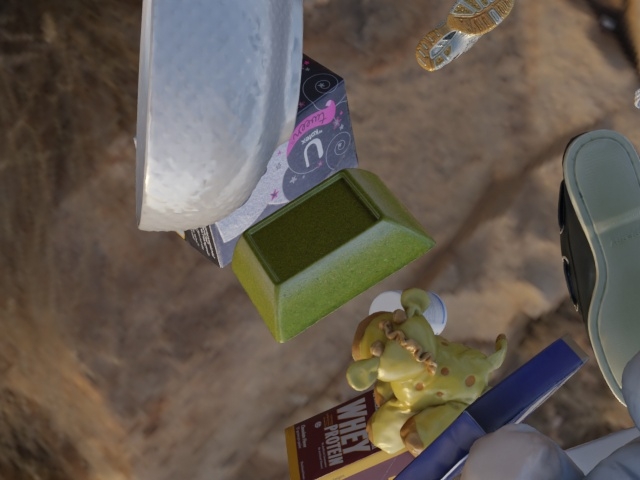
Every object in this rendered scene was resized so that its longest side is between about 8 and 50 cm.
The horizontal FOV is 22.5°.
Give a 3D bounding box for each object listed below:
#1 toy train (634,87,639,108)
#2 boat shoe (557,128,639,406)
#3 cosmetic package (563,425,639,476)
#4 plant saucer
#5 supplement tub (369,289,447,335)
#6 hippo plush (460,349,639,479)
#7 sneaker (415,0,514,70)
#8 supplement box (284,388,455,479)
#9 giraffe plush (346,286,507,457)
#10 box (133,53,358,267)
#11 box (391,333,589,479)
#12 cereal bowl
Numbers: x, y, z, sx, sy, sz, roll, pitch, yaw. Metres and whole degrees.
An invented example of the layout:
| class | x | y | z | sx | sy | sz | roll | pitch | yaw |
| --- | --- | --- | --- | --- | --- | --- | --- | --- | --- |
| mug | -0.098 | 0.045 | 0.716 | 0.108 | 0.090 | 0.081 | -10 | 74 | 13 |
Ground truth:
| class | x | y | z | sx | sy | sz | roll | pitch | yaw |
| --- | --- | --- | --- | --- | --- | --- | --- | --- | --- |
| toy train | 0.370 | -0.155 | 1.487 | 0.166 | 0.046 | 0.125 | -19 | 148 | 12 |
| boat shoe | 0.352 | 0.033 | 1.927 | 0.127 | 0.113 | 0.340 | -19 | 97 | -2 |
| cosmetic package | 0.157 | 0.378 | 1.623 | 0.453 | 0.161 | 0.230 | -39 | 162 | 25 |
| plant saucer | 0.000 | 0.000 | 1.666 | 0.188 | 0.188 | 0.045 | -32 | 121 | -2 |
| supplement tub | 0.123 | 0.104 | 2.242 | 0.107 | 0.071 | 0.071 | 6 | 114 | -57 |
| hippo plush | 0.278 | 0.194 | 1.170 | 0.294 | 0.234 | 0.236 | 26 | 117 | -40 |
| sneaker | 0.103 | -0.153 | 1.137 | 0.083 | 0.032 | 0.037 | -35 | 178 | 26 |
| supplement box | 0.078 | 0.347 | 2.418 | 0.191 | 0.129 | 0.194 | -26 | 127 | 13 |
| giraffe plush | 0.105 | 0.148 | 1.901 | 0.170 | 0.210 | 0.181 | 37 | 54 | -31 |
| box | -0.090 | -0.115 | 2.074 | 0.247 | 0.142 | 0.163 | -38 | 143 | -23 |
| box | 0.131 | 0.165 | 1.374 | 0.225 | 0.036 | 0.136 | -29 | 163 | -52 |
| cereal bowl | -0.094 | -0.175 | 1.486 | 0.141 | 0.339 | 0.339 | 1 | 122 | -8 |
